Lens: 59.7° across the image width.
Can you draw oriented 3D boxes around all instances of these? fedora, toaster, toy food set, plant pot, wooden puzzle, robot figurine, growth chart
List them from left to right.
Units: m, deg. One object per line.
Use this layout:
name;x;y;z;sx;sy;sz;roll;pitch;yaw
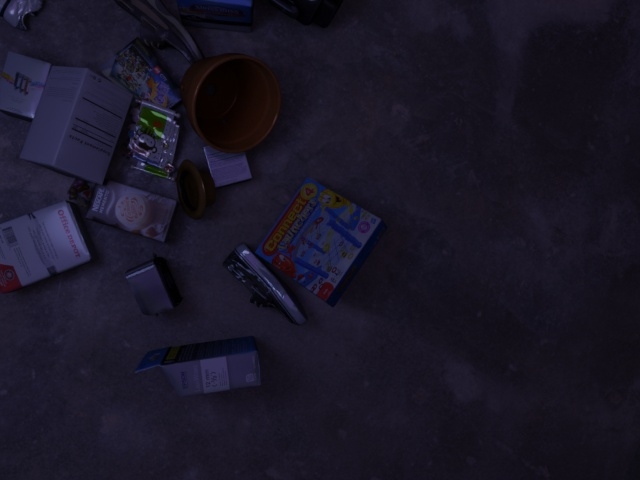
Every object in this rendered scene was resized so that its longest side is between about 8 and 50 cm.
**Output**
toy food set;-0.743;-0.151;1.720;0.122;0.019;0.078;27;85;32
wooden puzzle;-0.606;-0.300;1.784;0.049;0.006;0.083;43;85;-7
growth chart;-0.526;-0.316;1.756;0.172;0.021;0.237;11;107;-1
toaster;-0.512;0.136;1.725;0.110;0.168;0.185;-23;95;-7
fedora;-0.384;-0.162;1.758;0.079;0.194;0.194;-13;93;-38
plant pot;-0.292;-0.435;1.696;0.291;0.203;0.290;-20;127;-28
robot figurine;-0.070;-0.801;1.782;0.278;0.209;0.173;31;106;-9

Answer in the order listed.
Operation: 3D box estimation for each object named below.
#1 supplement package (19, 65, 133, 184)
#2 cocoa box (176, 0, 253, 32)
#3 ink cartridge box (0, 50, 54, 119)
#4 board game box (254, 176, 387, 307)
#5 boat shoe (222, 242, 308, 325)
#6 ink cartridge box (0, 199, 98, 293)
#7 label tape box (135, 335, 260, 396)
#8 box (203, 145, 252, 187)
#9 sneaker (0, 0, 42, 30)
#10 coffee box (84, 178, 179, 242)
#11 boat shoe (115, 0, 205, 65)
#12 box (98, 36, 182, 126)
supplement package;-0.715;-0.337;1.643;0.178;0.175;0.293;14;84;32
cocoa box;-0.311;-0.855;1.710;0.231;0.228;0.347;4;90;-9
ink cartridge box;-0.874;-0.452;1.677;0.127;0.128;0.176;16;88;-9
board game box;0.000;0.000;1.770;0.302;0.086;0.308;32;85;26
boat shoe;-0.182;0.162;1.818;0.119;0.121;0.335;-42;86;2
ink cartridge box;-0.849;0.018;1.696;0.273;0.114;0.197;-21;93;-7
label tape box;-0.364;0.388;1.712;0.348;0.249;0.115;-8;92;-9
box;-0.300;-0.248;1.801;0.126;0.072;0.137;-15;94;-8
sneaker;-0.882;-0.756;1.703;0.095;0.090;0.235;33;89;-21
coffee box;-0.584;-0.093;1.744;0.247;0.098;0.141;17;87;-9
boat shoe;-0.502;-0.658;1.747;0.130;0.132;0.355;-41;88;3
box;-0.558;-0.497;1.764;0.159;0.044;0.233;-39;97;-2
